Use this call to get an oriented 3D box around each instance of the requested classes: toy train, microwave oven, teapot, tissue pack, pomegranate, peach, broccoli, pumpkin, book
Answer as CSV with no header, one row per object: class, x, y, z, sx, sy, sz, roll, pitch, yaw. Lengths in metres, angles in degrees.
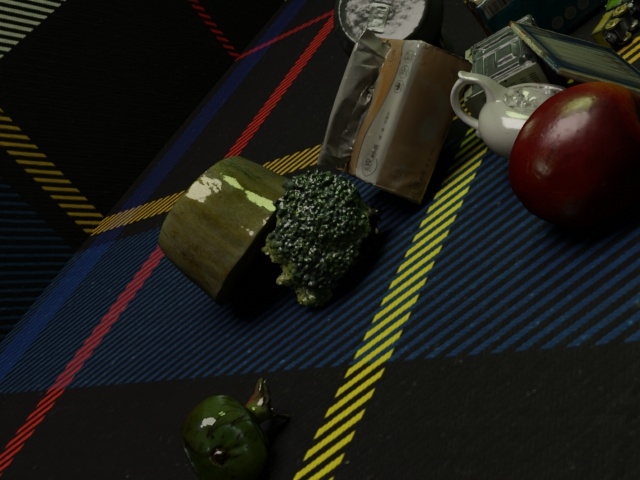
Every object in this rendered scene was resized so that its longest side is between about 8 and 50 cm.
toy train,0.627,-0.470,1.743,0.081,0.060,0.202,-13,34,56
microwave oven,0.402,-0.336,1.726,0.194,0.145,0.241,-29,26,28
teapot,0.378,-0.225,1.515,0.298,0.139,0.204,9,40,21
tissue pack,0.133,-0.262,1.734,0.238,0.238,0.306,37,109,64
tissue pack,0.486,-0.546,1.899,0.270,0.192,0.134,-36,27,6
pomegranate,-0.135,0.315,1.387,0.191,0.152,0.131,-32,10,-38
peach,0.405,-0.138,1.319,0.243,0.199,0.243,-29,36,24
broccoli,0.000,0.000,1.699,0.246,0.263,0.243,-13,-6,-20
teapot,0.194,-0.471,1.992,0.253,0.344,0.300,-7,81,20
pumpkin,-0.206,-0.040,1.831,0.332,0.199,0.332,-55,1,1
book,0.489,-0.330,1.547,0.322,0.228,0.018,-94,19,-61
